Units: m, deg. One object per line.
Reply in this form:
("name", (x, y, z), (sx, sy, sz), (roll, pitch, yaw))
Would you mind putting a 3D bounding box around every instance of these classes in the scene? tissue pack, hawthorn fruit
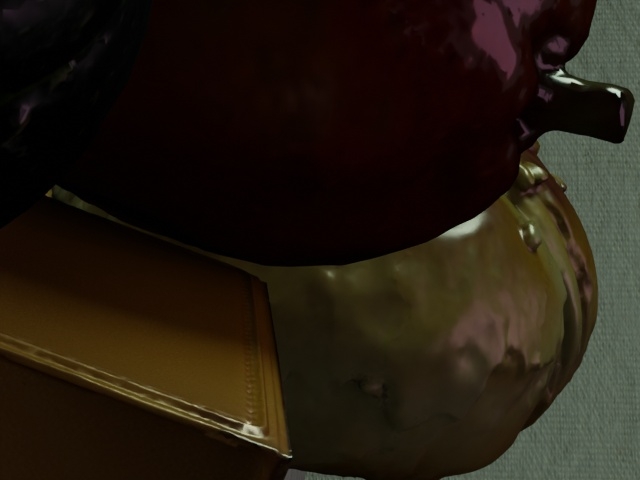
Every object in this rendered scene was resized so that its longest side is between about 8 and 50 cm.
("tissue pack", (-0.115, 0.100, 0.637), (0.274, 0.145, 0.194), (-109, -140, -81))
("hawthorn fruit", (-0.009, -0.115, 0.752), (0.265, 0.307, 0.265), (20, 90, -81))

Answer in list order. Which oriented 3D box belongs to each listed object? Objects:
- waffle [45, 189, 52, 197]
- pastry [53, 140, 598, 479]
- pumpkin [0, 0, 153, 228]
("waffle", (-0.172, -0.010, 1.028), (0.160, 0.046, 0.192), (60, 27, -75))
("pastry", (0.000, 0.000, 1.220), (0.409, 0.409, 0.245), (-75, 174, -73))
("pumpkin", (-0.136, -0.114, 0.515), (0.250, 0.216, 0.250), (164, -90, -74))
